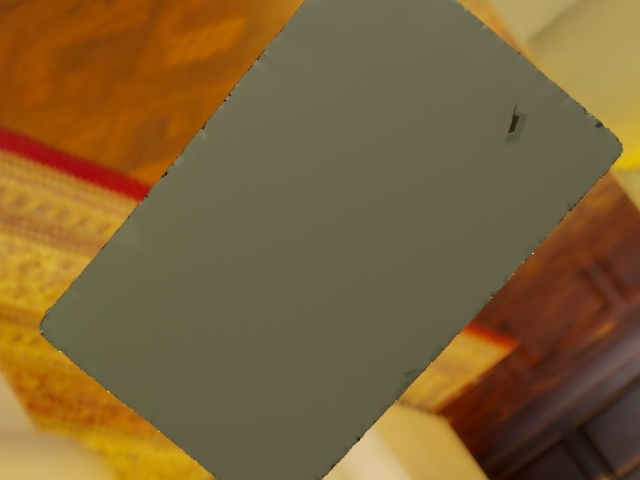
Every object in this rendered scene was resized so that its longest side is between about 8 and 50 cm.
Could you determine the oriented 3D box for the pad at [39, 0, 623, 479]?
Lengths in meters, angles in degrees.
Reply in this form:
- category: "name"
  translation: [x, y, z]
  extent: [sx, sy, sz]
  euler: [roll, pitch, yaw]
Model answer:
- category: "pad"
  translation: [0.000, 0.000, 0.899]
  extent: [0.265, 0.159, 0.009]
  euler: [-49, -178, 19]
